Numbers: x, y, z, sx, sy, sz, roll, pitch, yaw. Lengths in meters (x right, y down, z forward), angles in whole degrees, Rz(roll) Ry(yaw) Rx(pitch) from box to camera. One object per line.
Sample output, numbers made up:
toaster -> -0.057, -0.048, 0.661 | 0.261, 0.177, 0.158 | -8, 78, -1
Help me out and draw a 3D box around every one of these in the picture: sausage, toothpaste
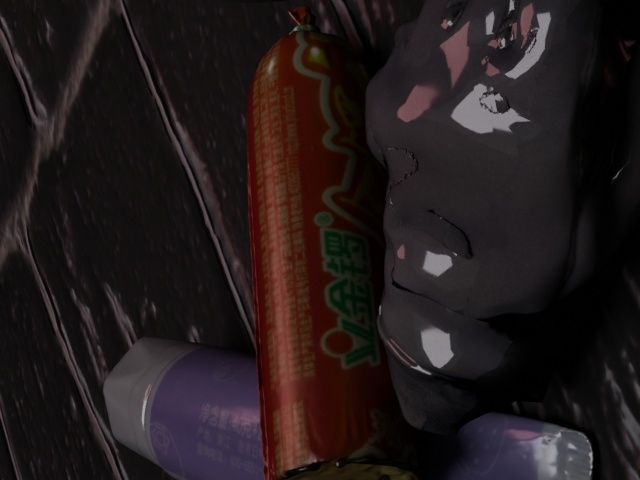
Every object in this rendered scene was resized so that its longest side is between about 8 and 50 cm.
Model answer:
sausage -> 0.000, 0.000, 0.877 | 0.083, 0.083, 0.264 | 136, 134, -55
toothpaste -> 0.005, 0.122, 0.938 | 0.371, 0.080, 0.125 | 14, 104, 54

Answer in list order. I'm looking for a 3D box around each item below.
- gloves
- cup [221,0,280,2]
gloves -> 0.088, -0.042, 0.733 | 0.142, 0.119, 0.285 | 21, 115, 23
cup -> 0.018, -0.249, 0.643 | 0.237, 0.323, 0.327 | 42, 175, -9
